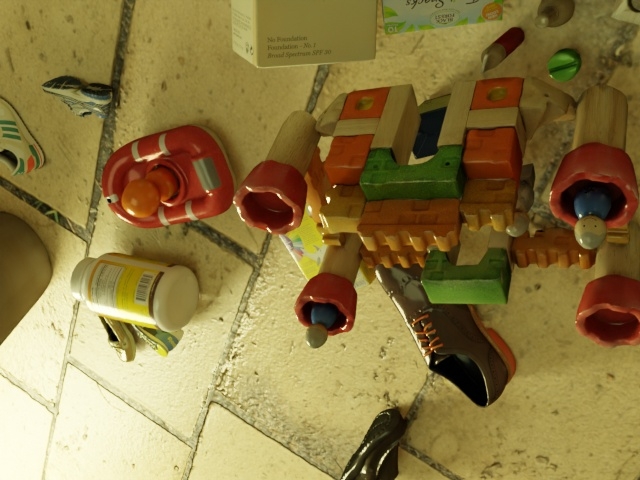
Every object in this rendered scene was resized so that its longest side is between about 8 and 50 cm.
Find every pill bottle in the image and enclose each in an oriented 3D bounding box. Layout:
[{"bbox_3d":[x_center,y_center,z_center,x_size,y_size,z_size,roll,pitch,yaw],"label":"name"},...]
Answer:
[{"bbox_3d":[-0.329,0.086,1.453,0.215,0.117,0.117,10,120,26],"label":"pill bottle"}]

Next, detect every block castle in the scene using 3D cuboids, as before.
[{"bbox_3d":[0.150,-0.005,0.990,0.453,0.212,0.303,0,139,25],"label":"block castle"}]

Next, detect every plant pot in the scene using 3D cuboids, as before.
[{"bbox_3d":[-0.670,0.087,1.547,0.323,0.280,0.323,13,120,24],"label":"plant pot"}]

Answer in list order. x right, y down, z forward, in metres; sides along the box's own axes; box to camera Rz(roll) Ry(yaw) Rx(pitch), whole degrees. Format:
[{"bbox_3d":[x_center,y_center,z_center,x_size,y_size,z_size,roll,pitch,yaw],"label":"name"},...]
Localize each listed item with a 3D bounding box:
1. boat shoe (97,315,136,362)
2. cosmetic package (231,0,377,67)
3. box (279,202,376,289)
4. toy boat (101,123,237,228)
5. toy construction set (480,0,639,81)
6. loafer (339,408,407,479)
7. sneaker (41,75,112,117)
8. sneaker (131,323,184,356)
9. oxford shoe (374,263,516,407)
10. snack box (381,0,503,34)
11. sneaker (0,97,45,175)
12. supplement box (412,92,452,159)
[{"bbox_3d":[-0.393,0.173,1.572,0.056,0.048,0.153,18,128,36],"label":"boat shoe"},{"bbox_3d":[-0.020,-0.370,0.972,0.113,0.160,0.309,-132,37,-57],"label":"cosmetic package"},{"bbox_3d":[0.000,0.000,1.264,0.105,0.043,0.179,-24,104,37],"label":"box"},{"bbox_3d":[-0.255,-0.084,1.295,0.231,0.151,0.151,-10,110,33],"label":"toy boat"},{"bbox_3d":[0.270,-0.275,0.833,0.257,0.237,0.309,42,129,4],"label":"toy construction set"},{"bbox_3d":[0.101,0.362,1.388,0.078,0.080,0.220,28,132,3],"label":"loafer"},{"bbox_3d":[-0.403,-0.231,1.367,0.135,0.052,0.058,17,127,22],"label":"sneaker"},{"bbox_3d":[-0.308,0.156,1.525,0.144,0.059,0.053,35,155,31],"label":"sneaker"},{"bbox_3d":[0.172,0.122,1.194,0.271,0.098,0.097,45,128,1],"label":"oxford shoe"},{"bbox_3d":[0.141,-0.299,0.968,0.141,0.037,0.100,-7,136,3],"label":"snack box"},{"bbox_3d":[-0.564,-0.185,1.468,0.057,0.075,0.161,-31,98,38],"label":"sneaker"},{"bbox_3d":[0.162,-0.151,1.060,0.083,0.083,0.056,-11,110,34],"label":"supplement box"}]
